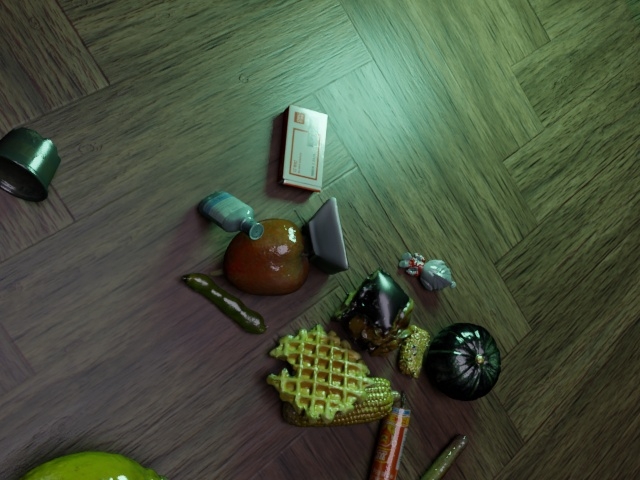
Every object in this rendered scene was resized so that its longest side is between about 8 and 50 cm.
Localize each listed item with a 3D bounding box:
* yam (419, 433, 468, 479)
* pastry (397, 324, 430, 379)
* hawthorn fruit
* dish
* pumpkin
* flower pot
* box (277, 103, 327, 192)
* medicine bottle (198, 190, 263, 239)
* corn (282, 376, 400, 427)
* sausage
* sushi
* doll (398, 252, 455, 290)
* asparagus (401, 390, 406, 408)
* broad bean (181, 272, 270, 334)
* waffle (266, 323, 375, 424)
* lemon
[{"bbox_3d":[0.327,0.645,1.715,0.264,0.046,0.046,-40,99,-25],"label":"yam"},{"bbox_3d":[0.262,0.315,1.738,0.080,0.056,0.140,28,68,-9],"label":"pastry"},{"bbox_3d":[-0.152,0.050,1.520,0.251,0.199,0.200,-13,87,-14],"label":"hawthorn fruit"},{"bbox_3d":[0.000,0.000,1.574,0.080,0.243,0.182,-10,85,-10],"label":"dish"},{"bbox_3d":[0.408,0.344,1.745,0.220,0.162,0.221,6,73,-22],"label":"pumpkin"},{"bbox_3d":[-0.645,-0.172,1.339,0.157,0.157,0.107,32,55,-18],"label":"flower pot"},{"bbox_3d":[-0.049,-0.249,1.688,0.122,0.050,0.229,11,76,-24],"label":"box"},{"bbox_3d":[-0.214,-0.060,1.497,0.090,0.208,0.054,-31,131,-27],"label":"medicine bottle"},{"bbox_3d":[0.059,0.423,1.587,0.321,0.119,0.119,-6,83,-21],"label":"corn"},{"bbox_3d":[0.179,0.582,1.641,0.074,0.074,0.274,22,73,-21],"label":"sausage"},{"bbox_3d":[0.157,0.205,1.641,0.204,0.213,0.200,44,88,2],"label":"sushi"},{"bbox_3d":[0.317,0.092,1.797,0.180,0.079,0.094,27,85,-6],"label":"doll"},{"bbox_3d":[0.230,0.504,1.711,0.013,0.016,0.166,2,79,8],"label":"asparagus"},{"bbox_3d":[-0.235,0.153,1.527,0.256,0.053,0.052,38,105,-15],"label":"broad bean"},{"bbox_3d":[-0.002,0.328,1.544,0.250,0.056,0.261,-29,57,-33],"label":"waffle"},{"bbox_3d":[-0.483,0.556,1.216,0.316,0.285,0.285,-42,101,-6],"label":"lemon"}]
